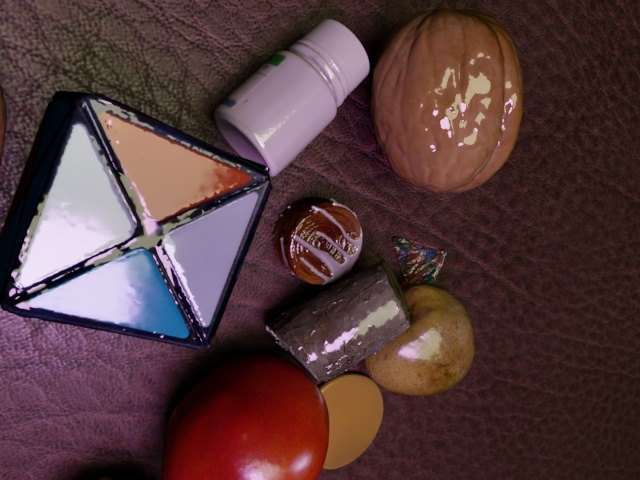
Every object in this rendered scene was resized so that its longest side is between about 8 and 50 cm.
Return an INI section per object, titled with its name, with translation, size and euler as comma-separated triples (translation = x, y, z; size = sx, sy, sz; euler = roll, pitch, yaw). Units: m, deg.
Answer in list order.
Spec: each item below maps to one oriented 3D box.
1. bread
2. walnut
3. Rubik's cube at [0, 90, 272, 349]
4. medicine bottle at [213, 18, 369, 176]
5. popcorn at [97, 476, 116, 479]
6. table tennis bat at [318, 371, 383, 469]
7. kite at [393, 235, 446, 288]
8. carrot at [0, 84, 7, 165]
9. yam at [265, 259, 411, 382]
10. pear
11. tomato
[bread]
translation = 0.000, 0.000, 0.917
size = 0.161, 0.073, 0.160
euler = -7, 105, -29
[walnut]
translation = 0.214, -0.228, 0.876
size = 0.252, 0.277, 0.312
euler = -3, 115, 9
[Rubik's cube]
translation = -0.247, -0.032, 0.665
size = 0.250, 0.248, 0.246
euler = 20, 92, -33
[medicine bottle]
translation = -0.041, -0.226, 0.802
size = 0.237, 0.139, 0.139
euler = -48, 120, -12
[popcorn]
translation = -0.318, 0.475, 0.772
size = 0.259, 0.259, 0.212
euler = 17, 79, -32
[table tennis bat]
translation = 0.002, 0.399, 1.032
size = 0.321, 0.050, 0.198
euler = -33, 115, -23
[kite]
translation = 0.206, 0.079, 1.094
size = 0.189, 0.009, 0.232
euler = -33, 116, -20
[carrot]
translation = -0.475, -0.062, 0.546
size = 0.224, 0.224, 0.340
euler = 8, 105, -31
[yam]
translation = 0.039, 0.147, 0.894
size = 0.254, 0.154, 0.154
euler = -28, 116, 0
[pear]
translation = 0.196, 0.205, 1.010
size = 0.228, 0.188, 0.211
euler = -44, 119, -4
[tomato]
translation = -0.124, 0.320, 0.822
size = 0.298, 0.298, 0.226
euler = -42, 95, -15
